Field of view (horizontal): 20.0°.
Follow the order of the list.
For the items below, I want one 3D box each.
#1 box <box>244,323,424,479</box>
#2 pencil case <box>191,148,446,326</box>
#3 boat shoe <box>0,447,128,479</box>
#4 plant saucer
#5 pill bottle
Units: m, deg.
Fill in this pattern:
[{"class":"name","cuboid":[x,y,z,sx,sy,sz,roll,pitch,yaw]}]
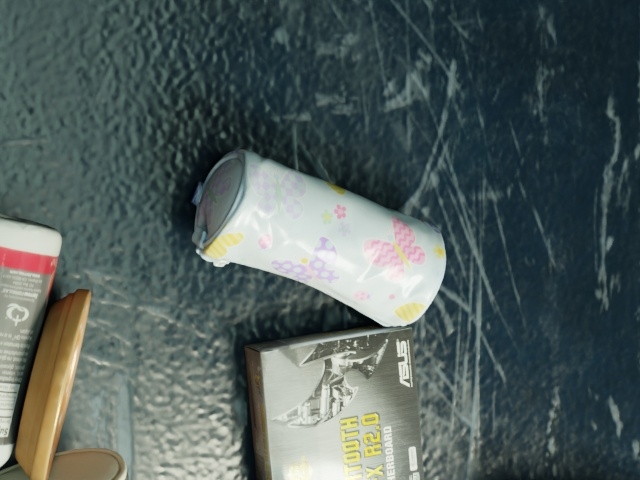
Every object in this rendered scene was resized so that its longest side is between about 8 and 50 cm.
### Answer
[{"class":"box","cuboid":[0.018,0.215,1.994,0.183,0.056,0.231,-7,98,-22]},{"class":"pencil case","cuboid":[0.000,0.000,1.932,0.273,0.113,0.124,20,81,-24]},{"class":"boat shoe","cuboid":[-0.341,0.321,1.837,0.335,0.112,0.095,-27,130,-14]},{"class":"plant saucer","cuboid":[-0.267,0.142,1.797,0.037,0.200,0.200,13,91,-5]},{"class":"pill bottle","cuboid":[-0.369,0.123,1.756,0.176,0.176,0.318,13,90,-23]}]
